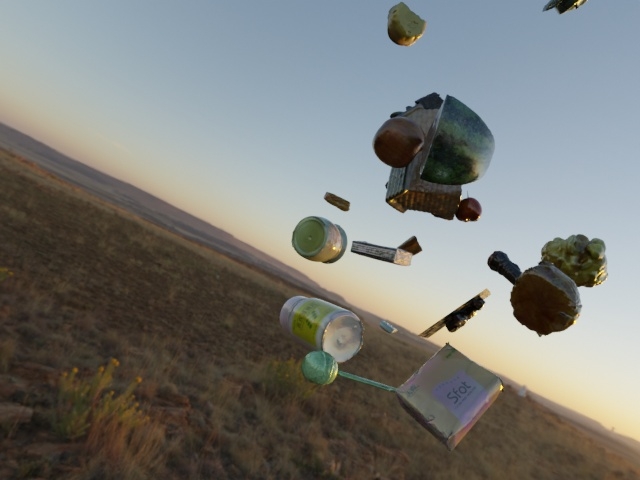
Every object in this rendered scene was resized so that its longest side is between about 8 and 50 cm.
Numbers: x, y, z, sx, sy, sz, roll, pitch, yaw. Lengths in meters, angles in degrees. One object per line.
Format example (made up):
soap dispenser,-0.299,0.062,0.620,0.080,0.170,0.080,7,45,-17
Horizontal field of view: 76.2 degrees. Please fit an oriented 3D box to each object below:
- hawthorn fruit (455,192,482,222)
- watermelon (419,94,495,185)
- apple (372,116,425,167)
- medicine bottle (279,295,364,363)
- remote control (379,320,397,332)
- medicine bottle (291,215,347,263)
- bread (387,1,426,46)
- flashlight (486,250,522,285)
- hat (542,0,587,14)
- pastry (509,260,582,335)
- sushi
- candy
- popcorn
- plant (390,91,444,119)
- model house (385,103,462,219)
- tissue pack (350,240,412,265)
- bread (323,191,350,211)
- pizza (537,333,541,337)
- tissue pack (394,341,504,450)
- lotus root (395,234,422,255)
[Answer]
hawthorn fruit,0.689,-0.142,1.892,0.125,0.140,0.125,20,-29,12
watermelon,0.474,-0.359,1.440,0.283,0.250,0.292,11,44,-25
apple,0.323,-0.406,1.682,0.188,0.211,0.211,43,-6,3
medicine bottle,-0.008,0.362,1.728,0.214,0.213,0.379,30,-12,-30
remote control,0.268,0.345,1.616,0.061,0.029,0.162,36,-1,20
medicine bottle,0.000,0.000,1.347,0.147,0.147,0.143,22,1,35
bread,0.321,-0.821,1.565,0.156,0.125,0.086,34,-3,-18
flashlight,0.759,0.133,1.604,0.093,0.093,0.232,31,16,-36
hat,0.841,-0.805,1.366,0.191,0.138,0.077,146,-75,-86
pastry,0.704,0.180,1.290,0.100,0.228,0.218,-7,2,-28
sushi,0.473,0.269,1.391,0.043,0.279,0.192,57,13,26
candy,0.125,0.499,1.486,0.440,0.119,0.119,24,-5,-26
popcorn,1.090,0.086,1.768,0.250,0.235,0.241,-2,-66,38
plant,0.501,-0.640,2.093,0.149,0.275,0.146,57,10,-55
model house,0.467,-0.352,1.936,0.400,0.445,0.395,7,-17,10
tissue pack,0.274,0.056,1.849,0.236,0.073,0.173,13,1,39
bread,0.076,-0.179,1.888,0.132,0.053,0.074,27,3,-18
pizza,0.962,0.345,1.771,0.271,0.134,0.056,-4,-23,-27
tissue pack,0.390,0.468,1.249,0.215,0.257,0.123,32,-30,43
lotus root,0.469,0.039,2.148,0.095,0.135,0.159,58,17,10
